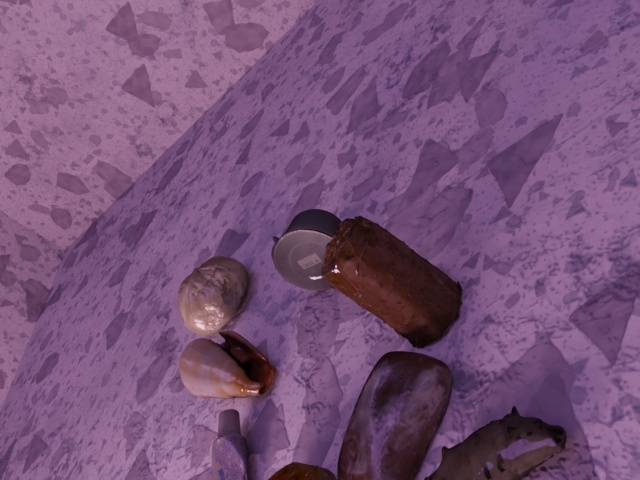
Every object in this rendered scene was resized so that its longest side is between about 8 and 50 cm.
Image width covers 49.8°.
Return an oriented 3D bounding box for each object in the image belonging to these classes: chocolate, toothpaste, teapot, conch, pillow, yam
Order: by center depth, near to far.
[{"bbox_3d":[0.217,0.291,0.920,0.241,0.051,0.093,-40,36,26],"label":"pillow"},{"bbox_3d":[0.099,0.284,1.077,0.157,0.080,0.254,-3,57,56],"label":"chocolate"},{"bbox_3d":[0.111,0.064,1.148,0.128,0.238,0.129,-41,23,35],"label":"yam"},{"bbox_3d":[-0.172,0.460,1.332,0.099,0.068,0.282,110,158,-45],"label":"toothpaste"},{"bbox_3d":[0.000,0.000,1.488,0.239,0.162,0.149,-12,32,19],"label":"teapot"},{"bbox_3d":[-0.201,0.296,1.513,0.255,0.127,0.158,22,46,39],"label":"conch"}]

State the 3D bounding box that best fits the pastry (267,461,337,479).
[{"bbox_3d":[-0.045,0.451,1.102,0.182,0.093,0.193,-20,45,50],"label":"pastry"}]

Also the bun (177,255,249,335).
[{"bbox_3d":[-0.284,0.128,1.771,0.220,0.134,0.220,-42,27,27],"label":"bun"}]
